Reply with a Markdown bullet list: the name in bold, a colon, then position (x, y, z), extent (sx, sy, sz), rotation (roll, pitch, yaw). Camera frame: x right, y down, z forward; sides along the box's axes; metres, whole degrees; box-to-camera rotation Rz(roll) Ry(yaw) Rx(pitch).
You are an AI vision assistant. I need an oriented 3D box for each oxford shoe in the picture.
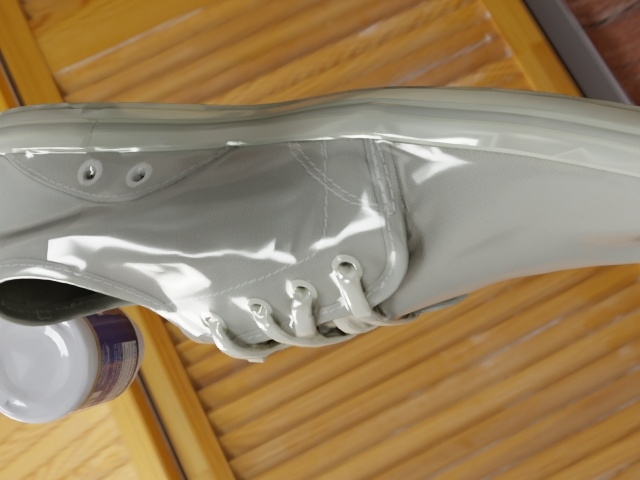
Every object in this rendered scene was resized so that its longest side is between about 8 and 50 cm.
- **oxford shoe**: position (0.000, 0.000, 0.523), extent (0.449, 0.130, 0.169), rotation (0, 166, 26)

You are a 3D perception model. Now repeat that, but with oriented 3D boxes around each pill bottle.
- **pill bottle**: position (-0.201, 0.092, 0.825), extent (0.094, 0.094, 0.169), rotation (-29, 174, 5)
